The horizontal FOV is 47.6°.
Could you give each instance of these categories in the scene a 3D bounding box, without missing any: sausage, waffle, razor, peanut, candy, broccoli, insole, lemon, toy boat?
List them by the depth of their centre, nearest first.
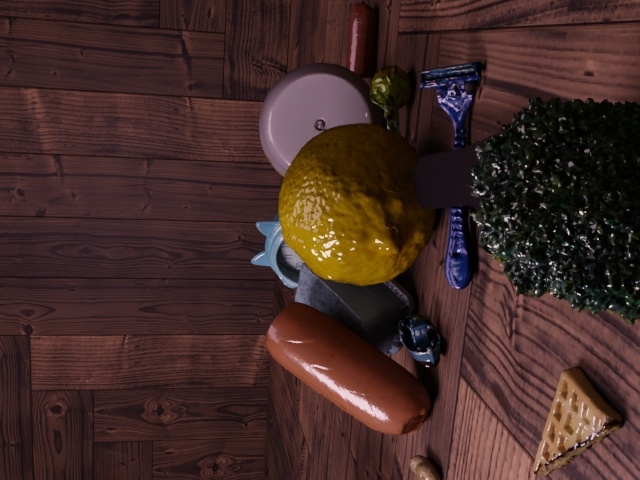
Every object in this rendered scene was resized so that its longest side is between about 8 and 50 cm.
[{"bbox_3d":[0.243,-0.026,0.678,0.220,0.194,0.194,65,162,12],"label":"broccoli"},{"bbox_3d":[0.264,0.218,0.761,0.097,0.023,0.153,-109,25,-63],"label":"waffle"},{"bbox_3d":[0.208,-0.082,0.944,0.322,0.007,0.109,-178,86,-66],"label":"insole"},{"bbox_3d":[0.202,-0.091,1.056,0.056,0.093,0.324,1,-94,-60],"label":"razor"},{"bbox_3d":[0.162,0.156,1.180,0.137,0.060,0.061,-108,0,-67],"label":"toy boat"},{"bbox_3d":[0.170,0.375,1.182,0.083,0.037,0.037,-168,79,-75],"label":"peanut"},{"bbox_3d":[0.057,-0.064,1.219,0.322,0.268,0.268,-126,38,-66],"label":"lemon"},{"bbox_3d":[0.047,0.220,1.233,0.121,0.304,0.121,-50,-20,-26],"label":"sausage"},{"bbox_3d":[0.137,-0.195,1.363,0.077,0.073,0.262,-160,65,-67],"label":"candy"},{"bbox_3d":[0.093,-0.447,1.604,0.065,0.065,0.169,-144,57,-76],"label":"sausage"}]

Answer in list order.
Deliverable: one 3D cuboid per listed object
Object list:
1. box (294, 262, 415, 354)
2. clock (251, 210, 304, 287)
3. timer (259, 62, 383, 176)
[{"bbox_3d":[0.060,0.114,1.357,0.227,0.130,0.162,43,141,29],"label":"box"},{"bbox_3d":[0.000,0.000,1.465,0.094,0.274,0.224,-97,15,-47],"label":"clock"},{"bbox_3d":[0.001,-0.242,1.568,0.285,0.285,0.285,-179,90,-79],"label":"timer"}]
